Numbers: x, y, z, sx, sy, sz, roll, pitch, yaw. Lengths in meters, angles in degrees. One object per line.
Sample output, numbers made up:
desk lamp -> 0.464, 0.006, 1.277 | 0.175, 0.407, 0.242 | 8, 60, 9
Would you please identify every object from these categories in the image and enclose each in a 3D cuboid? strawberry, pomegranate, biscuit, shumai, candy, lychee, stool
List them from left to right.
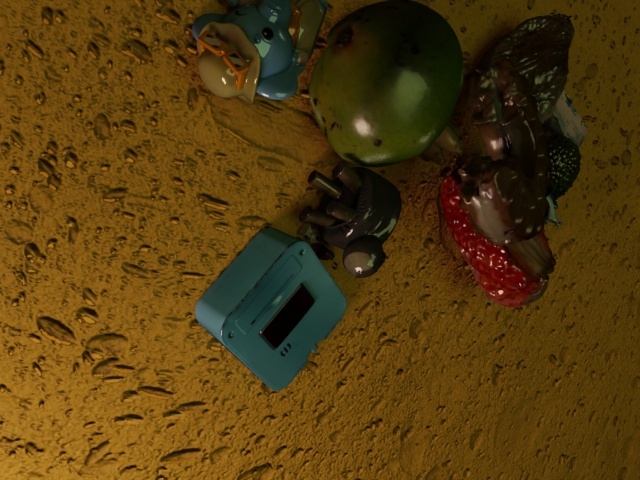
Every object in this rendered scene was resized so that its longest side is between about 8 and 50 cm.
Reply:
stool -> 0.060, -0.050, 1.153 | 0.139, 0.228, 0.153 | 26, 112, -33
pomegranate -> 0.164, -0.263, 1.172 | 0.358, 0.216, 0.310 | 35, 76, -34
strawberry -> 0.363, -0.008, 1.391 | 0.336, 0.149, 0.265 | 49, 39, -10
biscuit -> 0.356, -0.143, 1.213 | 0.268, 0.115, 0.366 | 46, 47, -40
shumai -> 0.443, -0.358, 1.398 | 0.185, 0.184, 0.218 | 68, 43, -62
lychee -> 0.517, -0.166, 1.466 | 0.171, 0.171, 0.171 | -7, 103, -33
candy -> 0.554, -0.282, 1.503 | 0.160, 0.092, 0.073 | 43, 75, -31

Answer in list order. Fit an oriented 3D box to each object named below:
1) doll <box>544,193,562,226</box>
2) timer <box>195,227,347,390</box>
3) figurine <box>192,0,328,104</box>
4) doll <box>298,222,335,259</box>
doll -> 0.454, -0.101, 1.386 | 0.195, 0.070, 0.096 | 44, 60, -2
timer -> -0.080, 0.132, 1.188 | 0.232, 0.091, 0.250 | -50, 133, -17
figurine -> -0.098, -0.335, 1.043 | 0.180, 0.154, 0.262 | 42, 58, -23
doll -> -0.004, 0.004, 1.219 | 0.085, 0.040, 0.058 | 21, 75, -39
